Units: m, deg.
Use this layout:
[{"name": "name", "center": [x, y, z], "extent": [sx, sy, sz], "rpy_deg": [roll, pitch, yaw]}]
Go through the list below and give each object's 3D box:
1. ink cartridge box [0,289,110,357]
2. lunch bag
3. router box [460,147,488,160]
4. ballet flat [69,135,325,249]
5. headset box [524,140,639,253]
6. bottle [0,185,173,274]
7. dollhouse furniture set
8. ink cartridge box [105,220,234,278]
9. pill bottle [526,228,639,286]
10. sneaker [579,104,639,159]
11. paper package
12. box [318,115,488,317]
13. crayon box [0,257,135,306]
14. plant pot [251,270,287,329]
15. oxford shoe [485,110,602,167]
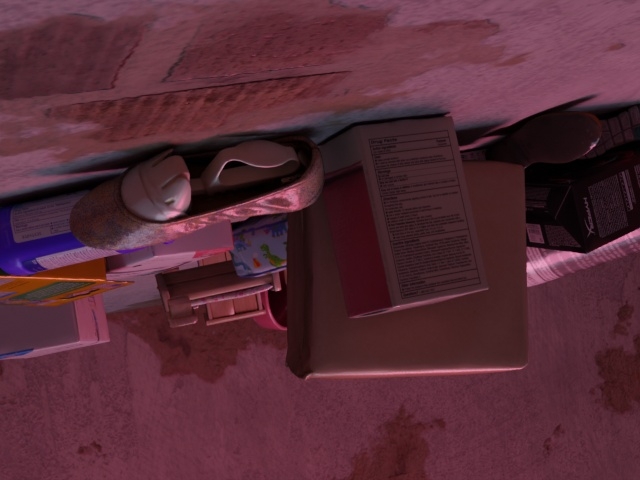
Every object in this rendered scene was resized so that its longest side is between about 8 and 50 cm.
[{"name": "ink cartridge box", "center": [-0.488, 0.113, 2.009], "extent": [0.171, 0.168, 0.232], "rpy_deg": [-11, 174, 0]}, {"name": "lunch bag", "center": [-0.038, -0.021, 1.845], "extent": [0.219, 0.090, 0.176], "rpy_deg": [-16, -166, 42]}, {"name": "router box", "center": [0.182, -0.103, 1.853], "extent": [0.179, 0.046, 0.133], "rpy_deg": [-11, 175, -11]}, {"name": "ballet flat", "center": [-0.142, -0.071, 1.357], "extent": [0.316, 0.107, 0.106], "rpy_deg": [-15, 156, -19]}, {"name": "headset box", "center": [0.435, -0.086, 1.777], "extent": [0.293, 0.110, 0.218], "rpy_deg": [-22, -165, -25]}, {"name": "bottle", "center": [-0.270, -0.026, 1.456], "extent": [0.283, 0.092, 0.118], "rpy_deg": [-12, 178, 5]}, {"name": "dollhouse furniture set", "center": [-0.123, 0.105, 1.994], "extent": [0.303, 0.173, 0.355], "rpy_deg": [-12, -160, -9]}, {"name": "ink cartridge box", "center": [-0.261, -0.002, 1.733], "extent": [0.158, 0.092, 0.218], "rpy_deg": [-6, 174, -45]}, {"name": "pill bottle", "center": [0.496, -0.062, 2.041], "extent": [0.361, 0.204, 0.204], "rpy_deg": [-20, 171, 25]}, {"name": "sneaker", "center": [0.431, -0.160, 1.740], "extent": [0.166, 0.065, 0.076], "rpy_deg": [-11, 179, 10]}, {"name": "paper package", "center": [0.118, 0.040, 1.643], "extent": [0.325, 0.309, 0.168], "rpy_deg": [0, 178, -14]}, {"name": "box", "center": [0.101, -0.029, 1.470], "extent": [0.149, 0.232, 0.127], "rpy_deg": [-9, 174, -27]}, {"name": "crayon box", "center": [-0.451, 0.036, 1.606], "extent": [0.203, 0.083, 0.323], "rpy_deg": [-16, 166, 39]}, {"name": "plant pot", "center": [-0.137, 0.083, 2.421], "extent": [0.180, 0.201, 0.201], "rpy_deg": [3, -178, 29]}, {"name": "oxford shoe", "center": [0.329, -0.152, 1.645], "extent": [0.076, 0.076, 0.212], "rpy_deg": [-36, -168, -31]}]
